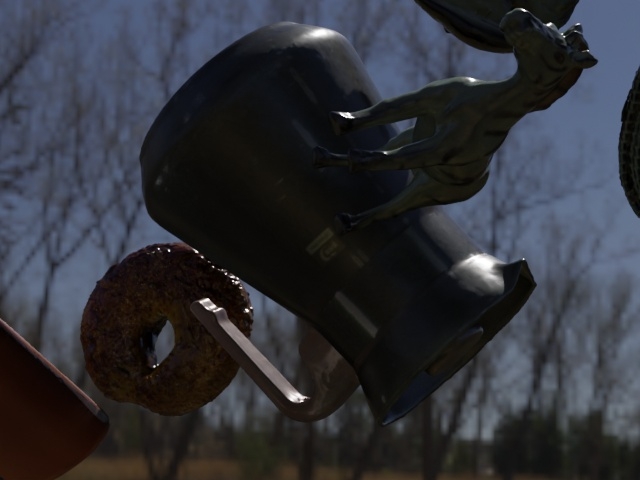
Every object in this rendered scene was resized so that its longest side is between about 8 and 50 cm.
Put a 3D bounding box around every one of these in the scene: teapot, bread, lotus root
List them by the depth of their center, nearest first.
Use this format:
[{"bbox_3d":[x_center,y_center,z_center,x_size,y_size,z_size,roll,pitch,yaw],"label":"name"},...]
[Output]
[{"bbox_3d":[0.000,0.000,1.513,0.300,0.344,0.253,-49,-16,25],"label":"teapot"},{"bbox_3d":[0.159,-0.266,1.578,0.183,0.203,0.078,-39,-10,-21],"label":"lotus root"},{"bbox_3d":[-0.160,0.088,1.645,0.193,0.193,0.064,-2,-14,18],"label":"bread"}]

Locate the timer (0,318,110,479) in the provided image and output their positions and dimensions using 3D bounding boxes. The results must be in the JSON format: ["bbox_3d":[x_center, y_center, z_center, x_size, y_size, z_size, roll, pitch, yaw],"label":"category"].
[{"bbox_3d":[-0.355,0.140,1.471,0.250,0.161,0.257,-9,-36,22],"label":"timer"}]

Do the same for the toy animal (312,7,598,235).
[{"bbox_3d":[0.087,-0.083,1.245,0.170,0.090,0.255,-6,-18,-28],"label":"toy animal"}]

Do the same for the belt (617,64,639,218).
[{"bbox_3d":[0.426,-0.124,1.655,0.160,0.207,0.295,-20,-39,-37],"label":"belt"}]

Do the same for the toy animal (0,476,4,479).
[{"bbox_3d":[-0.303,0.254,1.242,0.121,0.225,0.094,5,2,-37],"label":"toy animal"}]
